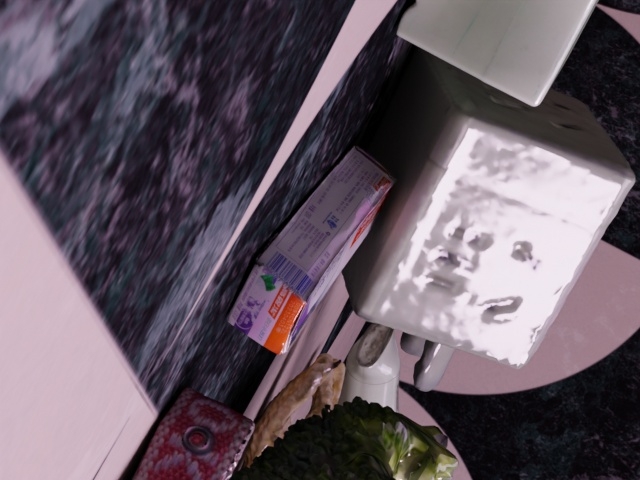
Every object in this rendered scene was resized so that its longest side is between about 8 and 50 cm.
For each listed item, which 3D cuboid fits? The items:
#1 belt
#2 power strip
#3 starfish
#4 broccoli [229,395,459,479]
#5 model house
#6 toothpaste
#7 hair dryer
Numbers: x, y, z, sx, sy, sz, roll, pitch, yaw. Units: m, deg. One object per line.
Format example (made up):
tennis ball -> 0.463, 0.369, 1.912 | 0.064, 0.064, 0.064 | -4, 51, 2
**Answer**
belt -> -0.101, 0.172, 0.755 | 0.232, 0.053, 0.071 | -58, 174, -41
power strip -> 0.094, -0.002, 1.044 | 0.224, 0.140, 0.139 | -63, -160, 23
starfish -> -0.057, 0.255, 1.398 | 0.324, 0.082, 0.432 | 88, 23, -65
broccoli -> -0.012, 0.295, 1.092 | 0.249, 0.302, 0.375 | -10, -138, 36
model house -> 0.128, -0.175, 0.896 | 0.149, 0.100, 0.127 | -62, 175, 26
toothpaste -> 0.000, 0.000, 0.902 | 0.047, 0.040, 0.196 | -63, 175, 29
hair dryer -> 0.009, 0.213, 1.325 | 0.206, 0.075, 0.237 | 92, 23, -44
